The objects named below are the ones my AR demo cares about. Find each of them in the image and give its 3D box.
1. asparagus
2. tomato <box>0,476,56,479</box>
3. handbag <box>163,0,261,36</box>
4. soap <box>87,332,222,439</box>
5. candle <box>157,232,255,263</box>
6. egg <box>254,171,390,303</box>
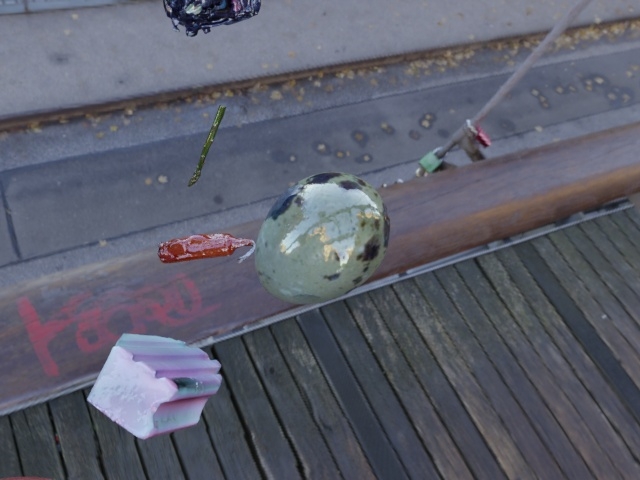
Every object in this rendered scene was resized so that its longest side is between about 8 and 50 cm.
[{"bbox_3d":[-0.190,-0.153,0.956,0.016,0.163,0.016,9,34,-31],"label":"asparagus"},{"bbox_3d":[-0.511,0.541,0.901,0.289,0.293,0.326,18,78,-15],"label":"tomato"},{"bbox_3d":[-0.175,-0.446,0.865,0.161,0.260,0.113,-18,44,-22],"label":"handbag"},{"bbox_3d":[-0.297,0.266,1.087,0.192,0.324,0.109,30,88,16],"label":"soap"},{"bbox_3d":[-0.184,0.015,0.922,0.162,0.053,0.048,-7,47,9],"label":"candle"},{"bbox_3d":[0.000,0.000,1.644,0.345,0.428,0.345,44,17,-17],"label":"egg"}]
